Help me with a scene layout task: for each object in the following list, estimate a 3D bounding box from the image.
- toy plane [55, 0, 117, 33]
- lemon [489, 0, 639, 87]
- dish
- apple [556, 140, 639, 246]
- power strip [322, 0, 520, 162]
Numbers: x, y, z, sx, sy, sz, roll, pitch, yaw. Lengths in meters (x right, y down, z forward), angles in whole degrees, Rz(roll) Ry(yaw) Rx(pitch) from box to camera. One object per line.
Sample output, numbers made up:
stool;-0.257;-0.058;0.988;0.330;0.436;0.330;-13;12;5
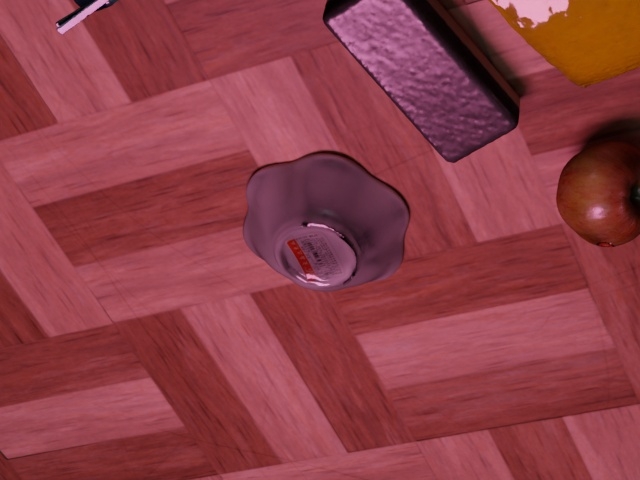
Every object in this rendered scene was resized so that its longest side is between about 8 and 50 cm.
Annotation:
toy plane;-0.201;-0.316;1.625;0.235;0.096;0.060;-34;120;14
lemon;0.276;-0.342;1.325;0.364;0.364;0.364;7;132;8
dish;0.000;0.000;1.858;0.230;0.081;0.229;7;132;8
apple;0.333;-0.057;1.702;0.102;0.126;0.126;11;140;45
power strip;0.114;-0.208;1.658;0.105;0.070;0.256;-29;120;30
